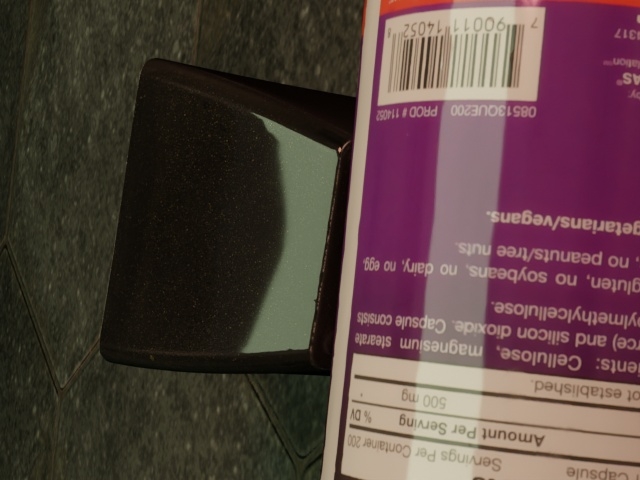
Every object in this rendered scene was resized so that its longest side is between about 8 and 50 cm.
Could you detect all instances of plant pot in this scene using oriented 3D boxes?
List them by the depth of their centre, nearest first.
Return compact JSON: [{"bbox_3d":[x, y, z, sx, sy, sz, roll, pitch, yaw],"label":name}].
[{"bbox_3d":[0.000,0.000,0.886,0.167,0.188,0.187,12,94,51],"label":"plant pot"}]

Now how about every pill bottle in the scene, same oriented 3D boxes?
[{"bbox_3d":[0.096,0.035,0.598,0.181,0.182,0.322,-1,83,63],"label":"pill bottle"}]
